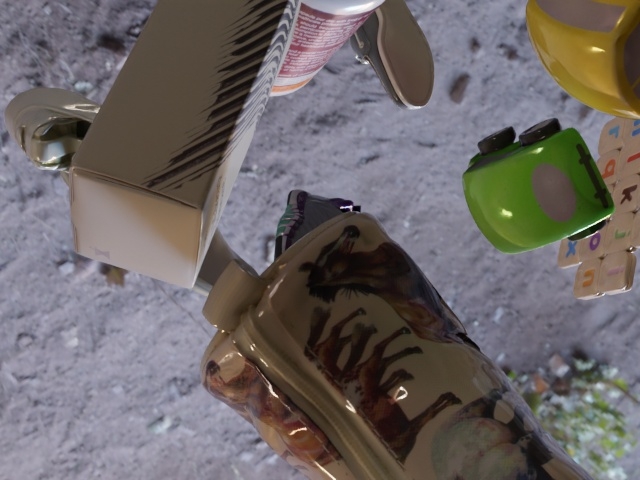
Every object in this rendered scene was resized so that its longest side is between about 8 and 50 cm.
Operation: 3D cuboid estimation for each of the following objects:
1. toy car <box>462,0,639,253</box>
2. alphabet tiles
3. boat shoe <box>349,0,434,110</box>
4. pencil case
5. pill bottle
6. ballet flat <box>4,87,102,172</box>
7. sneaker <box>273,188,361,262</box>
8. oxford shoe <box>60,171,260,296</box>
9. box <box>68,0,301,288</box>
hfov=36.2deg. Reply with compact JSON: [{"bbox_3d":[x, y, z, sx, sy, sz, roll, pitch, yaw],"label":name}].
[{"bbox_3d":[0.121,-0.022,0.446,0.053,0.225,0.239,-30,98,-17],"label":"toy car"},{"bbox_3d":[0.430,-0.055,1.424,0.021,0.278,0.284,17,76,-11],"label":"alphabet tiles"},{"bbox_3d":[0.106,-0.356,1.716,0.116,0.320,0.099,-4,158,-39],"label":"boat shoe"},{"bbox_3d":[0.093,0.171,0.613,0.160,0.410,0.183,-43,168,9],"label":"pencil case"},{"bbox_3d":[-0.022,-0.384,1.398,0.224,0.392,0.224,8,70,-23],"label":"pill bottle"},{"bbox_3d":[-0.378,-0.152,1.560,0.139,0.400,0.139,-49,148,-46],"label":"ballet flat"},{"bbox_3d":[0.000,0.000,1.183,0.098,0.224,0.083,2,121,5],"label":"sneaker"},{"bbox_3d":[-0.263,-0.038,1.790,0.449,0.169,0.130,40,108,-19],"label":"oxford shoe"},{"bbox_3d":[-0.092,-0.111,0.735,0.094,0.275,0.113,17,147,0],"label":"box"}]
